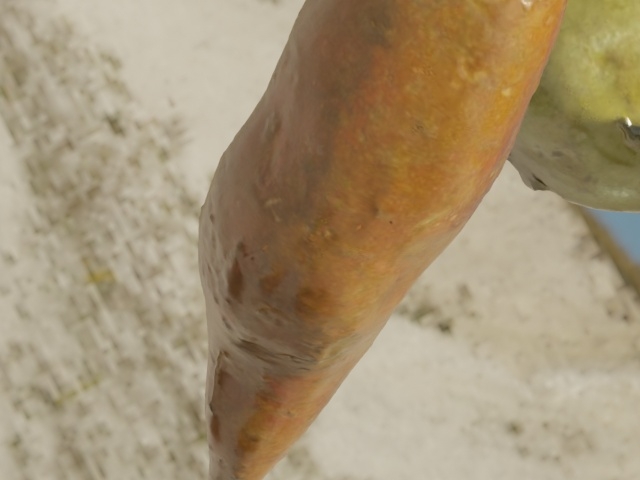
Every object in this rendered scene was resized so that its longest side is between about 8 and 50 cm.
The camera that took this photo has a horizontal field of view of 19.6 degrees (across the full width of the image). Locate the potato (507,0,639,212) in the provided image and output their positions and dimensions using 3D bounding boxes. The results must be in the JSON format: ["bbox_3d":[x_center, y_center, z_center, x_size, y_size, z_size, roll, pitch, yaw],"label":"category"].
[{"bbox_3d":[0.150,-0.146,0.972,0.210,0.173,0.307,45,36,-40],"label":"potato"}]

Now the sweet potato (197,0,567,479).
[{"bbox_3d":[0.000,0.000,0.395,0.056,0.056,0.195,60,-41,33],"label":"sweet potato"}]
